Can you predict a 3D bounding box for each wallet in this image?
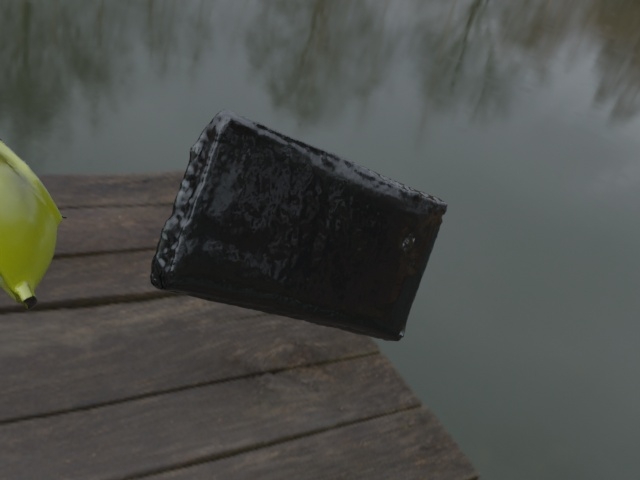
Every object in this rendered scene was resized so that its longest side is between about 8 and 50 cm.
[{"bbox_3d":[-0.001,0.000,0.651,0.285,0.146,0.030,18,4,-43],"label":"wallet"}]

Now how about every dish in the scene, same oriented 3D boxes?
[{"bbox_3d":[-0.398,-0.046,0.949,0.108,0.221,0.262,-39,41,-22],"label":"dish"}]
